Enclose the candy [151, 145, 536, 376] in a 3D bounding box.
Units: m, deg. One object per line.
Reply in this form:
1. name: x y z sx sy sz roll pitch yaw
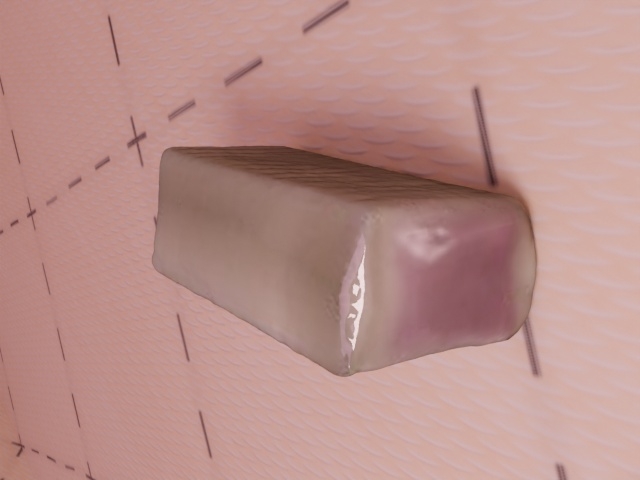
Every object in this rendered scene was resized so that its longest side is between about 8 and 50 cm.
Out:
1. candy: 0.002 -0.002 0.656 0.359 0.208 0.144 20 109 48
